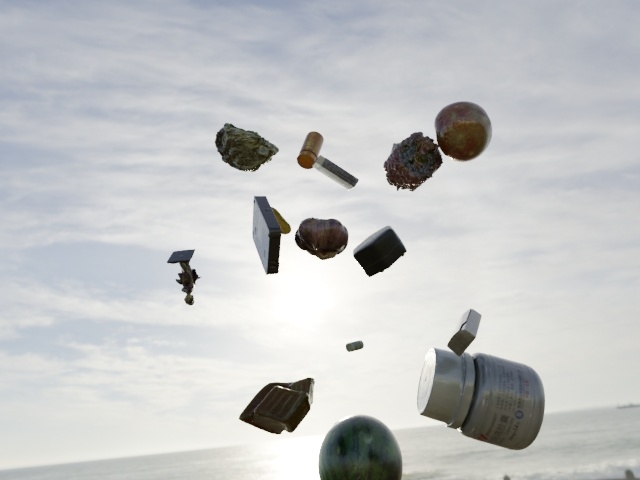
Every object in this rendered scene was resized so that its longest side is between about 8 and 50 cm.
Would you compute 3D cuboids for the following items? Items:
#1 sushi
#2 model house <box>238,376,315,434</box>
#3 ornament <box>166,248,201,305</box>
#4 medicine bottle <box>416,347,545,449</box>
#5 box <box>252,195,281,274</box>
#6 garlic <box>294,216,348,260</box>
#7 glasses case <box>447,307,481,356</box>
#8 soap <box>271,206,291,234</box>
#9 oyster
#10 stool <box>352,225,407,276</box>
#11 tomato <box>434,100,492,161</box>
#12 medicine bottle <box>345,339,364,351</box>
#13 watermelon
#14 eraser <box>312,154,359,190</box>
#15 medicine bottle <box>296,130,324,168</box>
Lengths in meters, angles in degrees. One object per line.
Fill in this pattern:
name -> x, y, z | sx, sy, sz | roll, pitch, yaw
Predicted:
sushi -> 0.418, -0.363, 2.100 | 0.236, 0.270, 0.171 | 40, -26, 4
model house -> -0.120, 0.575, 1.639 | 0.173, 0.268, 0.239 | 44, -37, -1
ornament -> -0.457, 0.139, 1.562 | 0.088, 0.203, 0.081 | -3, 19, 2
medicine bottle -> 0.456, 0.449, 1.333 | 0.306, 0.245, 0.245 | 14, -23, 6
box -> -0.227, -0.029, 1.879 | 0.058, 0.350, 0.211 | -2, -62, -19
garlic -> 0.000, 0.000, 1.895 | 0.245, 0.161, 0.245 | 6, -13, 1
glasses case -> 0.387, 0.240, 1.224 | 0.071, 0.047, 0.205 | -57, -16, 19
soap -> -0.208, -0.087, 2.105 | 0.089, 0.033, 0.168 | -28, -58, 21
oyster -> -0.307, -0.373, 1.867 | 0.267, 0.112, 0.198 | 35, -47, 5
stool -> 0.258, 0.046, 1.995 | 0.232, 0.141, 0.232 | -37, 5, 4
tomato -> 0.636, -0.482, 2.002 | 0.270, 0.270, 0.222 | 15, -27, -40
medicine bottle -> 0.167, 0.516, 2.234 | 0.083, 0.047, 0.047 | -3, -20, -38
watermelon -> 0.154, 0.864, 1.775 | 0.363, 0.363, 0.363 | -5, -23, -2
eraser -> 0.068, -0.309, 2.096 | 0.212, 0.046, 0.092 | 31, -12, -9
medicine bottle -> -0.049, -0.450, 2.267 | 0.096, 0.192, 0.096 | 11, -39, 9
